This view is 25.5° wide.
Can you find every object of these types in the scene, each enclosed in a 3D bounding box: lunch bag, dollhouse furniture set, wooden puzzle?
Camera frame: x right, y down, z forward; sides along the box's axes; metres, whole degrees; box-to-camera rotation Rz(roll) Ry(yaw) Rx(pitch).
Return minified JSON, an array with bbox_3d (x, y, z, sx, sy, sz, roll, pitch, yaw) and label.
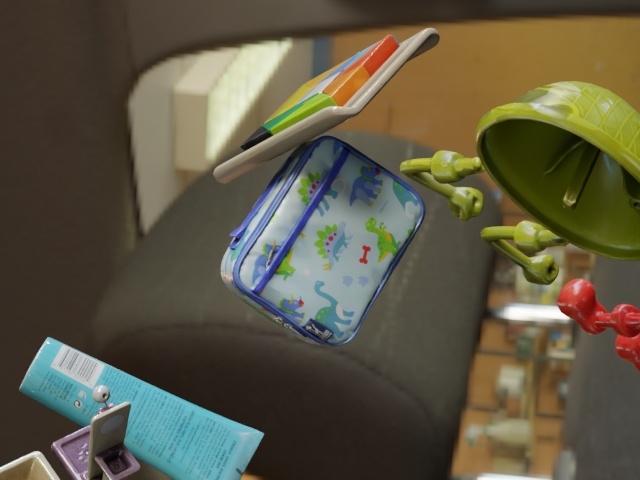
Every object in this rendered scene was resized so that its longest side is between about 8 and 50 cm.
[{"bbox_3d":[0.000,0.000,1.621,0.219,0.176,0.090,-56,15,-10],"label":"lunch bag"},{"bbox_3d":[-0.154,0.141,0.834,0.114,0.091,0.081,-23,-33,-31],"label":"dollhouse furniture set"},{"bbox_3d":[0.004,-0.162,1.632,0.044,0.221,0.239,57,-137,-9],"label":"wooden puzzle"}]

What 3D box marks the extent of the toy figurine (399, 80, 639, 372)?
[{"bbox_3d":[0.259,-0.032,0.849,0.217,0.362,0.191,-56,16,-15],"label":"toy figurine"}]

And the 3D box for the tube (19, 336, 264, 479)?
[{"bbox_3d":[-0.156,0.153,1.219,0.080,0.207,0.052,-63,5,-22],"label":"tube"}]
